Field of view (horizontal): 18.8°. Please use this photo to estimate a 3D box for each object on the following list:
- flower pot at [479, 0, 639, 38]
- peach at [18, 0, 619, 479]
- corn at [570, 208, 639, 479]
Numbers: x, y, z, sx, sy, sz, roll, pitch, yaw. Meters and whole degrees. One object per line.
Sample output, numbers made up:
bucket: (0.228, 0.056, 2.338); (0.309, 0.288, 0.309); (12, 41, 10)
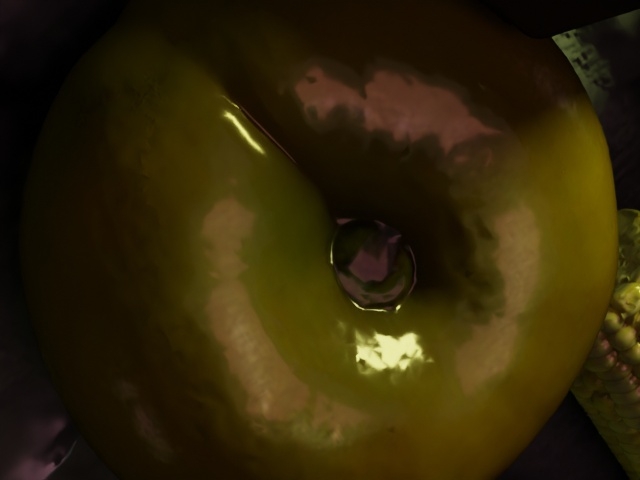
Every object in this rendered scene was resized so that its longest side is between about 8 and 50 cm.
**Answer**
flower pot: (0.077, -0.182, 0.727); (0.179, 0.084, 0.251); (-28, 90, -54)
peach: (0.000, 0.000, 0.766); (0.251, 0.153, 0.251); (-1, 93, -22)
corn: (0.185, 0.088, 0.936); (0.093, 0.093, 0.244); (-44, 123, -12)
